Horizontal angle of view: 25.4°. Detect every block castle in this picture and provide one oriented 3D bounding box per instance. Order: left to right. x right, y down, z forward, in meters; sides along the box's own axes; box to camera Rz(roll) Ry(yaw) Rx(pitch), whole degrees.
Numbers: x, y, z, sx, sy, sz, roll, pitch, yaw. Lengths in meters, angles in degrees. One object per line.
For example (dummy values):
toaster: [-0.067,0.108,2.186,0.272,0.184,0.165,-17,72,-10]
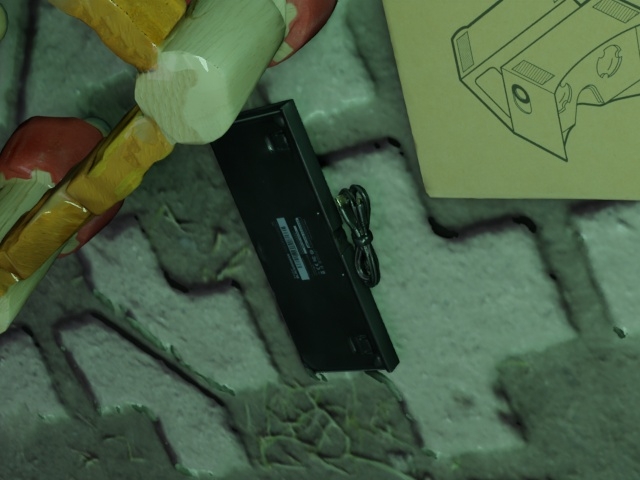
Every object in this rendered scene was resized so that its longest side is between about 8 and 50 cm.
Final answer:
block castle: [-0.244,-0.188,0.791,0.453,0.213,0.303,41,126,-13]

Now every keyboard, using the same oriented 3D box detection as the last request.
keyboard: [0.000,0.000,0.881,0.108,0.023,0.180,-8,110,47]

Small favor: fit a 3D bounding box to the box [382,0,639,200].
box: [0.126,-0.097,0.726,0.201,0.021,0.164,3,116,36]
